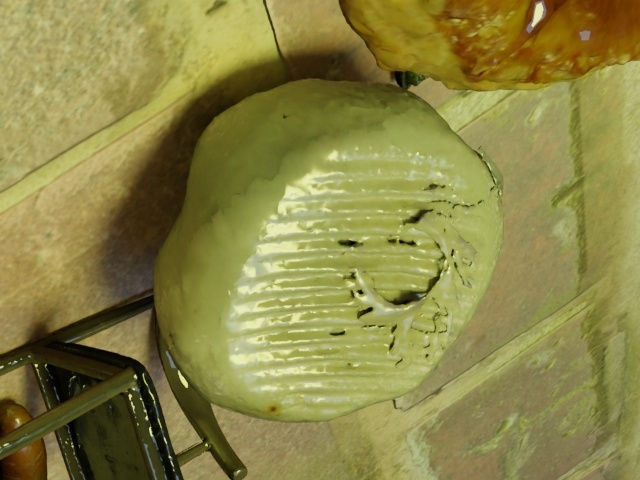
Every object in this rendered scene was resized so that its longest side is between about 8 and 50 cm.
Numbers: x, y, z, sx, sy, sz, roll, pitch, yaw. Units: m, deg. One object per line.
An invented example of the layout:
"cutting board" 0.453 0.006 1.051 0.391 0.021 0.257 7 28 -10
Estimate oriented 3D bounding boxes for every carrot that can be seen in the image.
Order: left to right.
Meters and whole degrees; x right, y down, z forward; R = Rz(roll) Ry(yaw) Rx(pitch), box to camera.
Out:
"carrot" -0.240 0.176 1.449 0.048 0.048 0.139 -25 149 -24

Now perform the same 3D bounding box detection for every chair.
"chair" -0.160 0.156 1.348 0.272 0.166 0.188 -29 114 -31

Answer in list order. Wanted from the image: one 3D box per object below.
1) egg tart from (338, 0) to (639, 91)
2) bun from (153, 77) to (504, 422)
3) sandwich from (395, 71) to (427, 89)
"egg tart" 0.189 -0.264 1.094 0.443 0.178 0.443 -24 157 -11
"bun" 0.002 0.004 1.325 0.273 0.168 0.273 -13 117 -26
"sandwich" 0.101 -0.157 1.378 0.101 0.026 0.069 -33 151 -12
